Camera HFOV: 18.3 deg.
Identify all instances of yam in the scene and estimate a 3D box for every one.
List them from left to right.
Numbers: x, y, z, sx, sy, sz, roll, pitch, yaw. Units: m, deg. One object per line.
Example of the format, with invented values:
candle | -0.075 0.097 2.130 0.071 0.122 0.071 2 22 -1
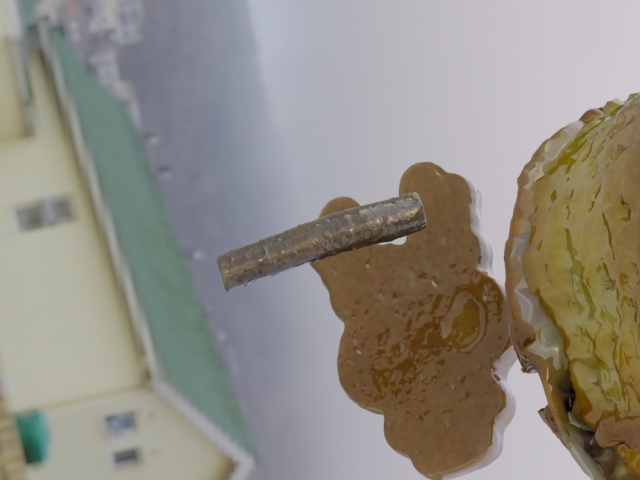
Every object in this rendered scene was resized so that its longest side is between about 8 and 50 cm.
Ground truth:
yam | 0.000 0.000 1.350 0.032 0.145 0.032 162 -90 -85

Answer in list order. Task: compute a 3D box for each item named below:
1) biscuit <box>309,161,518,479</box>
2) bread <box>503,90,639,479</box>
biscuit | 0.074 0.059 1.425 0.040 0.144 0.236 27 42 -56
bread | 0.300 0.022 1.226 0.336 0.358 0.204 66 -26 22
